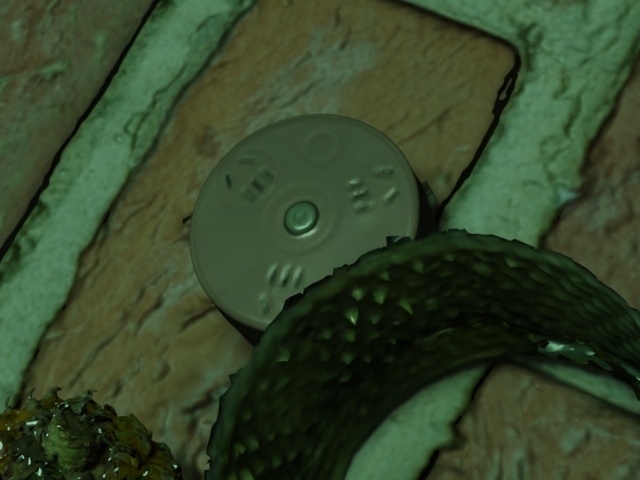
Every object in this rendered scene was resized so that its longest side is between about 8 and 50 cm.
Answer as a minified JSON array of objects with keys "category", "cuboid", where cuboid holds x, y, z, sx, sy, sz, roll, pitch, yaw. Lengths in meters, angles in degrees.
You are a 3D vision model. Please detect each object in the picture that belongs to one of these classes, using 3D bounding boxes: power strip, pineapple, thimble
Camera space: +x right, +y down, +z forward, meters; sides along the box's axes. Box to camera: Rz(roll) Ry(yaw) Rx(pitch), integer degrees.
[{"category":"power strip","cuboid":[0.000,0.000,1.094,0.154,0.078,0.154,-7,63,15]},{"category":"pineapple","cuboid":[-0.144,0.143,1.006,0.161,0.137,0.176,-17,46,-26]},{"category":"thimble","cuboid":[0.085,0.145,0.946,0.271,0.150,0.271,-10,61,18]}]
